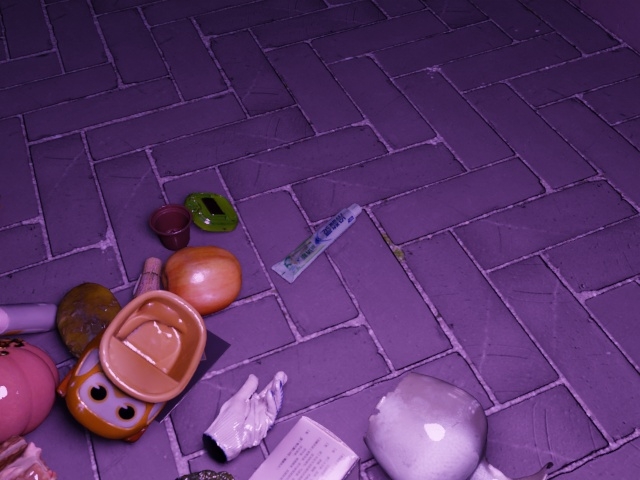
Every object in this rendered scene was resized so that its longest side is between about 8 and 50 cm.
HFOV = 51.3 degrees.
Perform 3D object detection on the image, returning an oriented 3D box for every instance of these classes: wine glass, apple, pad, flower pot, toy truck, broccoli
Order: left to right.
[{"bbox_3d":[-0.383,0.259,1.376,0.204,0.212,0.288,39,51,-11],"label":"toy truck"},{"bbox_3d":[-0.342,0.286,1.530,0.164,0.004,0.243,27,55,23],"label":"pad"},{"bbox_3d":[-0.385,-0.028,1.746,0.111,0.089,0.111,0,50,0],"label":"flower pot"},{"bbox_3d":[-0.222,0.498,1.256,0.162,0.137,0.145,-32,12,19],"label":"broccoli"},{"bbox_3d":[-0.281,0.092,1.592,0.199,0.199,0.199,-1,49,1],"label":"apple"},{"bbox_3d":[0.251,0.408,1.261,0.323,0.238,0.238,31,57,22],"label":"wine glass"}]

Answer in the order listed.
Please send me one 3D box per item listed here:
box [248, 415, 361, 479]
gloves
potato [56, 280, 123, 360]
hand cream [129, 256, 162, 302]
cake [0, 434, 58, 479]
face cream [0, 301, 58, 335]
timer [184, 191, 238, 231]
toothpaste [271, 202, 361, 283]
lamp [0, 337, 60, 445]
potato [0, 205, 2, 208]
[{"bbox_3d":[-0.075,0.512,1.213,0.145,0.173,0.333,28,55,26],"label":"box"},{"bbox_3d":[-0.149,0.361,1.399,0.119,0.097,0.229,34,63,22],"label":"gloves"},{"bbox_3d":[-0.533,0.186,1.549,0.150,0.113,0.251,-14,49,-17],"label":"potato"},{"bbox_3d":[-0.420,0.118,1.633,0.084,0.083,0.203,-3,44,-1],"label":"hand cream"},{"bbox_3d":[-0.546,0.510,1.114,0.282,0.290,0.255,-33,97,-27],"label":"cake"},{"bbox_3d":[-0.687,0.174,1.470,0.108,0.269,0.073,-10,83,10],"label":"face cream"},{"bbox_3d":[-0.291,-0.078,1.786,0.128,0.047,0.140,0,40,-40],"label":"timer"},{"bbox_3d":[0.000,0.000,1.742,0.075,0.048,0.297,35,61,27],"label":"toothpaste"},{"bbox_3d":[-0.688,0.326,1.349,0.306,0.305,0.239,-1,94,0],"label":"lamp"},{"bbox_3d":[-0.974,-0.071,1.719,0.270,0.219,0.359,12,48,21],"label":"potato"}]
